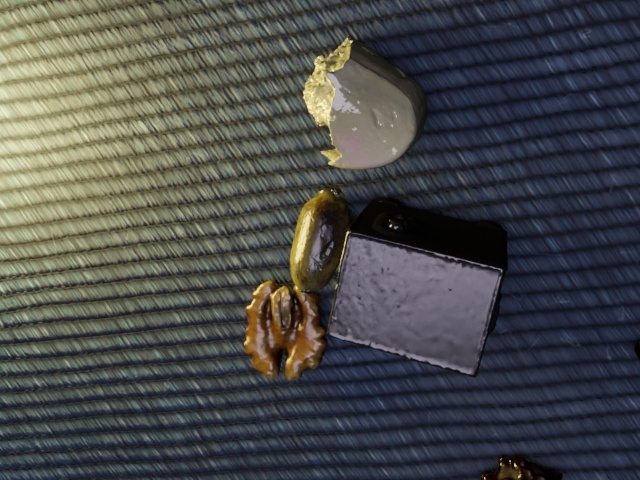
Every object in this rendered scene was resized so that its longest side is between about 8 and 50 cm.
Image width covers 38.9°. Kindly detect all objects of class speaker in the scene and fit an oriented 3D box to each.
[{"bbox_3d":[0.157,0.056,1.368,0.232,0.254,0.184,15,106,9],"label":"speaker"}]

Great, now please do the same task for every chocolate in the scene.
[{"bbox_3d":[0.327,0.454,1.506,0.224,0.206,0.177,2,59,2],"label":"chocolate"}]

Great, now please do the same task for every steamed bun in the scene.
[{"bbox_3d":[0.049,-0.190,1.348,0.200,0.225,0.170,40,108,-1],"label":"steamed bun"}]

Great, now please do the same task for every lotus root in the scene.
[{"bbox_3d":[0.000,0.000,1.471,0.089,0.080,0.179,14,88,13],"label":"lotus root"}]

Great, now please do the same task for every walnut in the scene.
[{"bbox_3d":[-0.056,0.150,1.533,0.143,0.069,0.170,5,99,7],"label":"walnut"}]

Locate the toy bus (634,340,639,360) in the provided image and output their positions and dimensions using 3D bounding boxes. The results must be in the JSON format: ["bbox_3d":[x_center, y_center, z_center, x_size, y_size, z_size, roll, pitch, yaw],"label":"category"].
[{"bbox_3d":[0.565,0.225,1.423,0.072,0.057,0.172,-30,96,12],"label":"toy bus"}]
